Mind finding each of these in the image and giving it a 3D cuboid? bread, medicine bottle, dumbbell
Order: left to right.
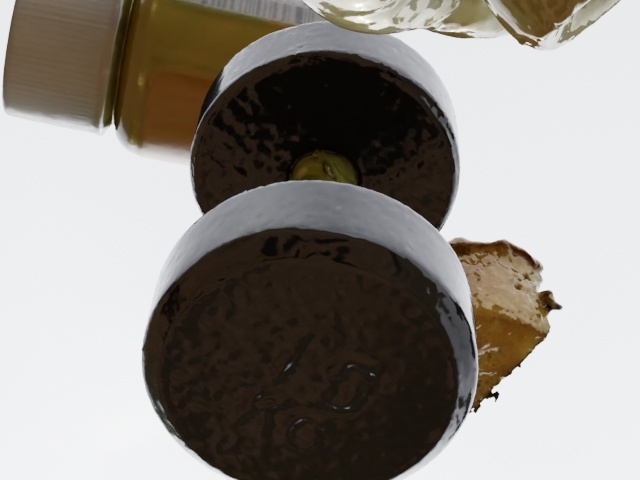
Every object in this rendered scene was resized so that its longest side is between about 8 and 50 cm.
[{"bbox_3d":[-0.159,-0.199,1.496,0.385,0.224,0.224,10,-74,-8],"label":"medicine bottle"},{"bbox_3d":[0.000,0.000,0.881,0.204,0.322,0.203,1,-58,2],"label":"dumbbell"},{"bbox_3d":[0.094,0.091,1.155,0.140,0.143,0.229,27,-61,-24],"label":"bread"}]

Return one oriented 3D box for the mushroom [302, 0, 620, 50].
[{"bbox_3d":[0.052,-0.113,0.372,0.148,0.148,0.112,-40,-101,26],"label":"mushroom"}]
